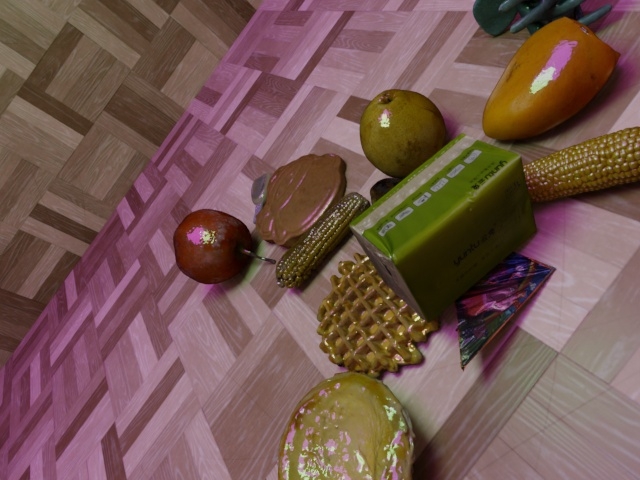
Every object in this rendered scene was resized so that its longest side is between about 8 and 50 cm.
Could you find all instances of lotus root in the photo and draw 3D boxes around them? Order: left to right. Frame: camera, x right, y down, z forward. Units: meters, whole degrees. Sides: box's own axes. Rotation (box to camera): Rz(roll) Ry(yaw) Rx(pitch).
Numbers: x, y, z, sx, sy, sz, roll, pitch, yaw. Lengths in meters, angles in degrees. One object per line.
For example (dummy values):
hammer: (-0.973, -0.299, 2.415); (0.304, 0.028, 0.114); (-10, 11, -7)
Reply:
lotus root: (0.177, -0.097, 1.114); (0.089, 0.080, 0.179); (-54, 39, 1)

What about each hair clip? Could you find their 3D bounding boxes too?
hair clip: (0.440, -0.561, 0.992); (0.392, 0.318, 0.238); (-29, 46, 27)

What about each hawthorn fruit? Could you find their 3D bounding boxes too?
hawthorn fruit: (-0.321, 0.006, 1.440); (0.263, 0.235, 0.231); (-37, 43, 24)

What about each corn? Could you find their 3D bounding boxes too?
corn: (0.000, 0.000, 1.225); (0.320, 0.097, 0.097); (-46, 39, 8)
corn: (0.459, -0.126, 0.834); (0.260, 0.091, 0.091); (-16, 17, 40)

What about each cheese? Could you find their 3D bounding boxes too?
cheese: (-0.200, -0.137, 1.577); (0.097, 0.037, 0.192); (-24, 48, 35)

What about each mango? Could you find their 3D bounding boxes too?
mango: (0.437, -0.302, 0.947); (0.257, 0.138, 0.187); (-54, 54, 25)

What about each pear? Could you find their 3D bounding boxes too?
pear: (0.189, -0.261, 1.128); (0.209, 0.209, 0.209); (-27, 46, 32)

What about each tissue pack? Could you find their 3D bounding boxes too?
tissue pack: (0.226, -0.023, 0.860); (0.274, 0.200, 0.167); (-40, 40, -5)

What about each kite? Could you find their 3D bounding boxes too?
kite: (0.309, 0.083, 0.870); (0.234, 0.016, 0.321); (-14, 46, 23)

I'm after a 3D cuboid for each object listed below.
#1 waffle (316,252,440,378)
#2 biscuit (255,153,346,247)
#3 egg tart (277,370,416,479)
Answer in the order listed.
waffle: (0.116, 0.145, 1.021); (0.329, 0.062, 0.329); (-28, 45, 31)
biscuit: (-0.075, -0.127, 1.425); (0.351, 0.057, 0.312); (14, 73, 50)
egg tart: (0.055, 0.395, 0.856); (0.315, 0.120, 0.315); (-27, 45, 30)
